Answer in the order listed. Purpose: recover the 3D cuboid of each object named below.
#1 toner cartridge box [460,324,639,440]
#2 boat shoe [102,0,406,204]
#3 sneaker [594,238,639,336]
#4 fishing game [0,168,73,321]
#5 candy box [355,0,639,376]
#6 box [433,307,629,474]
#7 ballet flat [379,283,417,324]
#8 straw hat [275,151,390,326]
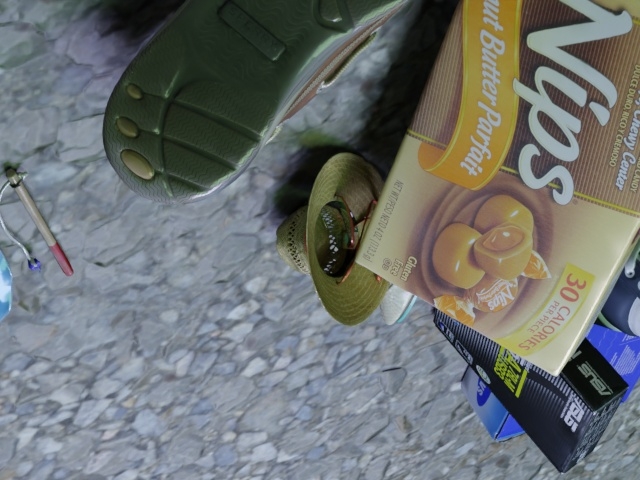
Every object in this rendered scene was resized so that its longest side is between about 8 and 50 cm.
[{"bbox_3d":[0.262,0.038,1.613,0.165,0.075,0.347,-11,141,-28],"label":"toner cartridge box"},{"bbox_3d":[-0.014,-0.159,1.113,0.324,0.123,0.116,-44,180,3],"label":"boat shoe"},{"bbox_3d":[0.228,-0.035,1.360,0.099,0.153,0.282,-41,133,-26],"label":"sneaker"},{"bbox_3d":[-0.288,0.066,1.197,0.264,0.041,0.189,-37,148,-13],"label":"fishing game"},{"bbox_3d":[0.163,-0.074,1.253,0.087,0.183,0.316,-47,163,-52],"label":"candy box"},{"bbox_3d":[0.174,0.096,1.483,0.045,0.184,0.190,-33,162,-14],"label":"box"},{"bbox_3d":[0.073,-0.001,1.443,0.052,0.057,0.168,18,125,-14],"label":"ballet flat"},{"bbox_3d":[0.000,0.000,1.353,0.061,0.144,0.144,-1,161,30],"label":"straw hat"}]
